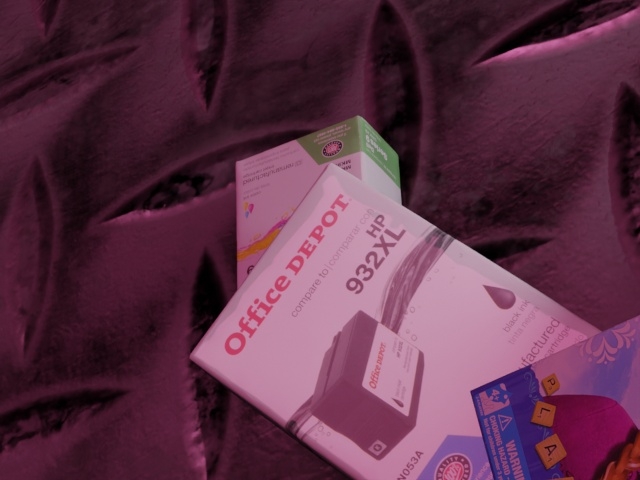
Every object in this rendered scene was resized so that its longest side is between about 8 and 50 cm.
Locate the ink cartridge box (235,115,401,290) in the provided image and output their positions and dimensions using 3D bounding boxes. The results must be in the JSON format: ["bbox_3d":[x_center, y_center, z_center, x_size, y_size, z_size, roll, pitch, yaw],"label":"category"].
[{"bbox_3d":[0.000,0.000,1.625,0.154,0.093,0.212,-18,54,24],"label":"ink cartridge box"}]

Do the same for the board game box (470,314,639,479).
[{"bbox_3d":[0.280,0.194,1.079,0.318,0.066,0.319,-29,62,31],"label":"board game box"}]

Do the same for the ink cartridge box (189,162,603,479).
[{"bbox_3d":[0.076,0.109,1.407,0.307,0.129,0.223,33,83,23],"label":"ink cartridge box"}]
